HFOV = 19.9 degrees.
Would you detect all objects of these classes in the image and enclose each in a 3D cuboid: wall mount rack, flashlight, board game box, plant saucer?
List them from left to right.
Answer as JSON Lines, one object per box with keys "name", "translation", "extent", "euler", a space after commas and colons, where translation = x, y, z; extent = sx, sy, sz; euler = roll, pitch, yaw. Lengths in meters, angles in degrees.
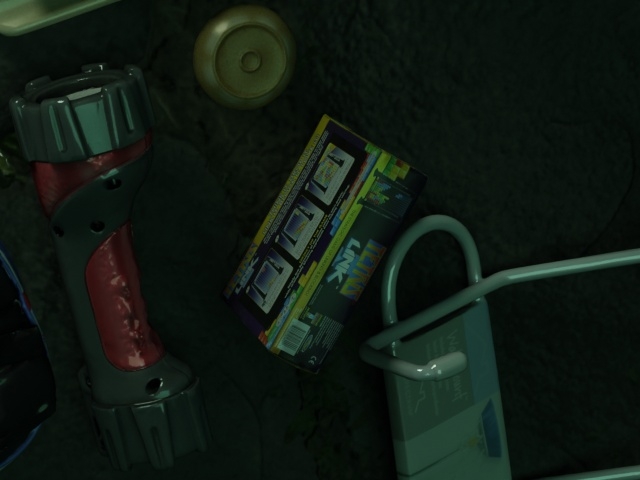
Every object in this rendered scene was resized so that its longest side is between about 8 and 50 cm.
{"name": "flashlight", "translation": [-0.147, 0.023, 1.364], "extent": [0.103, 0.103, 0.304], "euler": [-19, 110, -16]}
{"name": "plant saucer", "translation": [-0.056, -0.139, 1.394], "extent": [0.083, 0.015, 0.083], "euler": [-5, 107, -18]}
{"name": "board game box", "translation": [0.000, 0.000, 1.385], "extent": [0.048, 0.141, 0.170], "euler": [28, 95, -22]}
{"name": "wall mount rack", "translation": [0.176, 0.138, 1.499], "extent": [0.304, 0.130, 0.350], "euler": [-24, 115, -35]}

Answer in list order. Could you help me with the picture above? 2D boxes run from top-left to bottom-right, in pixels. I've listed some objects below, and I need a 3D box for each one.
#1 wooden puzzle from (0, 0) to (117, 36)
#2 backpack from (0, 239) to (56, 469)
{"name": "wooden puzzle", "translation": [-0.160, -0.280, 1.281], "extent": [0.221, 0.044, 0.239], "euler": [-22, 123, -12]}
{"name": "backpack", "translation": [-0.325, 0.081, 1.260], "extent": [0.263, 0.213, 0.277], "euler": [-20, 118, -4]}
